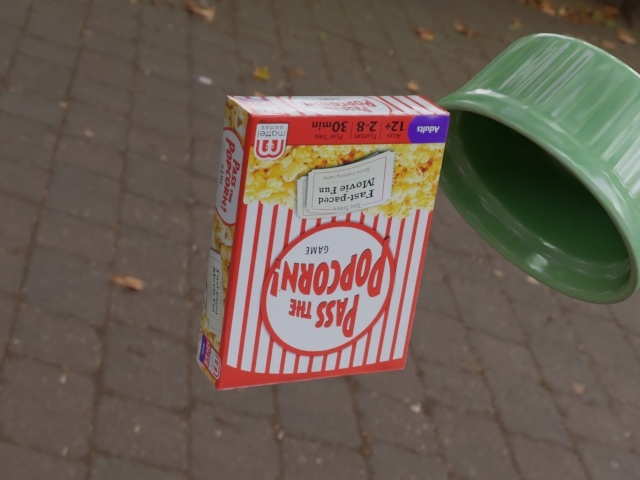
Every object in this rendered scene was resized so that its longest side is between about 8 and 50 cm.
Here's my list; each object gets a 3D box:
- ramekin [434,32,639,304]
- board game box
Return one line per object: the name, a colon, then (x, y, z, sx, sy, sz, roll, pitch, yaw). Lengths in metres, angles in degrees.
ramekin: (0.272, -0.086, 1.423, 0.303, 0.148, 0.303, 40, -17, 15)
board game box: (0.000, 0.000, 0.855, 0.147, 0.193, 0.045, -4, 25, -27)
